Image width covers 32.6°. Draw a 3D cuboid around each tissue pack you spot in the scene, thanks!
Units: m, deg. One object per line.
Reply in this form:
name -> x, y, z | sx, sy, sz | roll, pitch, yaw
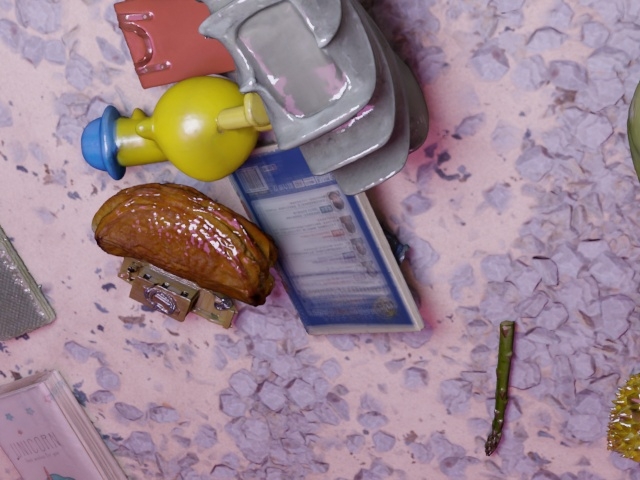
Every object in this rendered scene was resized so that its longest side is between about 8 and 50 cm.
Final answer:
tissue pack -> -0.457, 0.385, 1.934 | 0.170, 0.071, 0.325 | -19, 110, 27

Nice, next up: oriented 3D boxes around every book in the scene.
book -> 0.000, 0.000, 1.576 | 0.228, 0.018, 0.322 | -5, 119, 43

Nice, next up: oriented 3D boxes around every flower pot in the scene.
flower pot -> 0.000, -0.232, 1.349 | 0.165, 0.254, 0.367 | -27, 106, 25

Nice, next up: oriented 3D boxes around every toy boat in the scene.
toy boat -> -0.222, 0.082, 1.693 | 0.200, 0.077, 0.057 | 24, 121, 4

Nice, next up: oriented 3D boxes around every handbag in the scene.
handbag -> -0.175, -0.287, 1.490 | 0.190, 0.063, 0.127 | -8, 115, 18

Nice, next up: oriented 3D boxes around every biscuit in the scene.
biscuit -> -0.532, 0.069, 1.805 | 0.121, 0.040, 0.199 | -21, 109, 24

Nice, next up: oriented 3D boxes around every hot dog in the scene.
hot dog -> -0.190, -0.002, 1.575 | 0.272, 0.122, 0.196 | 20, 166, 16

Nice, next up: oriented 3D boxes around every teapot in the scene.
teapot -> 0.080, 0.013, 1.578 | 0.083, 0.049, 0.063 | 31, 122, -1

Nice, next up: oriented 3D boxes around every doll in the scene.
doll -> -0.185, -0.147, 1.515 | 0.363, 0.199, 0.145 | -5, 85, 41

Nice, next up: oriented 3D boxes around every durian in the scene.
durian -> 0.502, 0.252, 1.558 | 0.182, 0.165, 0.132 | 18, 166, 33

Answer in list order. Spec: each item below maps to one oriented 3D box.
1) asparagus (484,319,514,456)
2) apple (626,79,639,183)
asparagus -> 0.271, 0.227, 1.650 | 0.025, 0.024, 0.248 | 38, 136, 47
apple -> 0.521, -0.105, 1.216 | 0.357, 0.357, 0.357 | 7, 119, 13
